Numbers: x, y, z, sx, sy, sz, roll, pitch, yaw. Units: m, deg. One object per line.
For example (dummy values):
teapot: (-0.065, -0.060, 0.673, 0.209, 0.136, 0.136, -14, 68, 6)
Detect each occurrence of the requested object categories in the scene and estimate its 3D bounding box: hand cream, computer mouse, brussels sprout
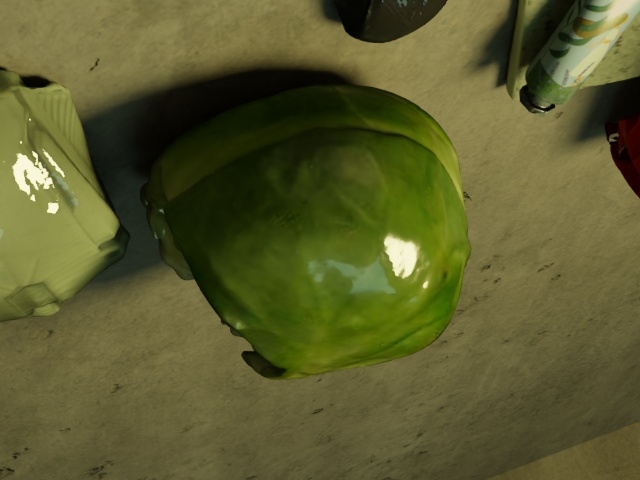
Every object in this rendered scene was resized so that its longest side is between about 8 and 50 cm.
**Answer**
hand cream: (0.270, -0.220, 1.574, 0.088, 0.055, 0.256, 6, 141, -24)
computer mouse: (-0.295, -0.004, 1.463, 0.228, 0.145, 0.429, -24, 158, -5)
computer mouse: (0.076, -0.229, 1.430, 0.099, 0.057, 0.172, -8, 150, -29)
brussels sprout: (0.000, 0.000, 1.584, 0.315, 0.275, 0.371, -18, 158, -5)

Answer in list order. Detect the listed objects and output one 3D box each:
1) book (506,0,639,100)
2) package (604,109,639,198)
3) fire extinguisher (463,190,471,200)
book: (0.388, -0.257, 1.641, 0.389, 0.032, 0.269, -14, 155, -3)
package: (0.480, -0.143, 1.793, 0.196, 0.123, 0.423, -10, 172, -15)
fire extinguisher: (0.145, -0.047, 1.947, 0.083, 0.025, 0.038, -20, 134, -8)
